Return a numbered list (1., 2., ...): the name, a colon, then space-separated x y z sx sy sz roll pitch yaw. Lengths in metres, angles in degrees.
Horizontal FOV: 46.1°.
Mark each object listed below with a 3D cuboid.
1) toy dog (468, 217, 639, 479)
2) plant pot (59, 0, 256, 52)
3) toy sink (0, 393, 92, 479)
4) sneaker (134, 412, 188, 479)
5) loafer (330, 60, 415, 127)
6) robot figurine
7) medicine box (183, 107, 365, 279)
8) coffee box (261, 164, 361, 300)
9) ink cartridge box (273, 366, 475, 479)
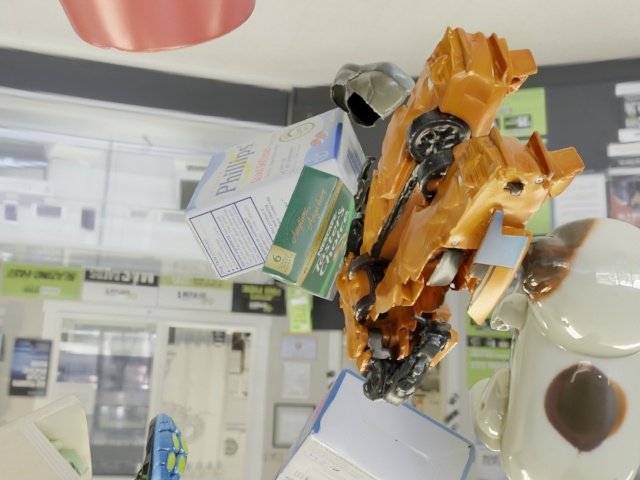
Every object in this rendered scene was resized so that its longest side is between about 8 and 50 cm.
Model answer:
1. toy dog: 0.359 0.157 1.075 0.285 0.407 0.395 14 -152 20
2. plant pot: -0.172 -0.332 0.722 0.275 0.275 0.243 0 129 6
3. toy sink: -0.336 0.307 0.835 0.234 0.152 0.131 -23 -140 -40
4. sneaker: -0.211 0.299 0.916 0.078 0.188 0.067 -13 143 22
5. loafer: 0.067 -0.244 1.271 0.094 0.087 0.251 39 173 -16
6. robot figurine: 0.084 -0.001 0.585 0.085 0.211 0.291 5 140 -14
7. medicine box: -0.069 -0.092 1.380 0.289 0.149 0.263 -18 -154 14
8. coffee box: 0.000 0.000 0.776 0.040 0.113 0.184 22 174 15
9. ink cartridge box: 0.077 0.429 1.397 0.270 0.151 0.395 31 144 4
